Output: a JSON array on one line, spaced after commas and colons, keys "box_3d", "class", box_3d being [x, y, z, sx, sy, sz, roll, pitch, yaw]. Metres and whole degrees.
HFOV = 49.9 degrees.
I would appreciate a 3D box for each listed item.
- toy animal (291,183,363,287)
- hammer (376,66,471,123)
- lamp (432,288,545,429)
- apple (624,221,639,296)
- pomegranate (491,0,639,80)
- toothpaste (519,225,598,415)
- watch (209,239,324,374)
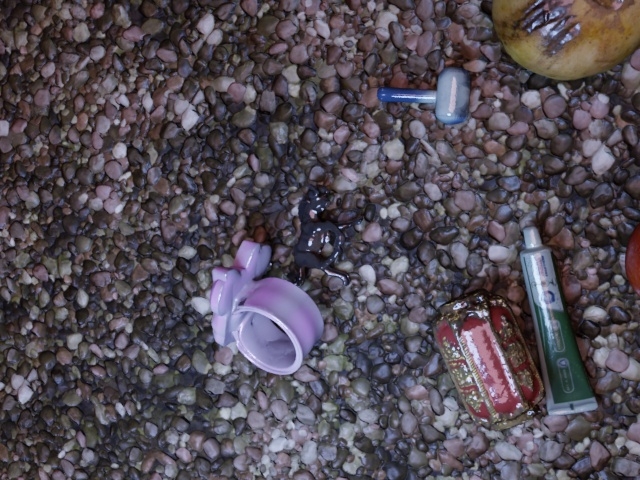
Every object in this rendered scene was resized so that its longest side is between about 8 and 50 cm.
[{"box_3d": [0.000, 0.000, 1.488, 0.148, 0.084, 0.232, 19, 103, 29], "class": "toy animal"}, {"box_3d": [0.211, -0.302, 1.423, 0.194, 0.069, 0.116, 6, 95, 18], "class": "hammer"}, {"box_3d": [0.332, 0.235, 1.369, 0.177, 0.177, 0.273, -24, 89, 13], "class": "lamp"}, {"box_3d": [0.675, 0.038, 1.260, 0.218, 0.201, 0.218, 0, 88, 7], "class": "apple"}, {"box_3d": [0.468, -0.449, 1.244, 0.322, 0.322, 0.322, 1, 93, 13], "class": "pomegranate"}, {"box_3d": [0.466, 0.160, 1.385, 0.099, 0.061, 0.391, -13, 93, 13], "class": "toothpaste"}, {"box_3d": [-0.102, 0.148, 1.443, 0.218, 0.211, 0.248, 24, 133, 16], "class": "watch"}]
